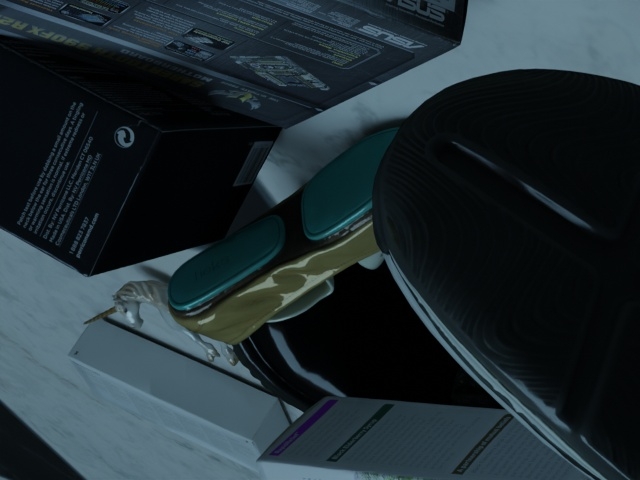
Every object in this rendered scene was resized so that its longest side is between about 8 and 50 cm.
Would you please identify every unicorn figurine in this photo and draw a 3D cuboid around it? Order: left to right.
[{"bbox_3d":[-0.126,0.072,1.458,0.162,0.060,0.111,-21,125,43],"label":"unicorn figurine"}]

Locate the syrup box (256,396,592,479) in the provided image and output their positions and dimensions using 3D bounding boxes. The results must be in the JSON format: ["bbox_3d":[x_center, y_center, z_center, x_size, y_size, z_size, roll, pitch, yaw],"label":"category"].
[{"bbox_3d":[0.084,0.167,0.998,0.237,0.096,0.093,0,114,36],"label":"syrup box"}]

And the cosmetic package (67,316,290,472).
[{"bbox_3d":[-0.148,0.166,1.655,0.239,0.060,0.099,22,157,23],"label":"cosmetic package"}]

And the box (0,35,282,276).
[{"bbox_3d":[-0.155,-0.072,0.981,0.184,0.103,0.261,31,-169,10],"label":"box"}]

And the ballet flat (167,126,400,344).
[{"bbox_3d":[0.000,0.000,1.031,0.232,0.080,0.073,-30,130,28],"label":"ballet flat"}]

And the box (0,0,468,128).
[{"bbox_3d":[-0.065,-0.136,0.823,0.231,0.056,0.183,16,162,-28],"label":"box"}]

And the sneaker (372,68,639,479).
[{"bbox_3d":[0.188,0.104,0.733,0.447,0.169,0.257,31,157,-8],"label":"sneaker"}]

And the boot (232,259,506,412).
[{"bbox_3d":[0.114,0.090,1.082,0.348,0.131,0.260,34,160,-16],"label":"boot"}]
